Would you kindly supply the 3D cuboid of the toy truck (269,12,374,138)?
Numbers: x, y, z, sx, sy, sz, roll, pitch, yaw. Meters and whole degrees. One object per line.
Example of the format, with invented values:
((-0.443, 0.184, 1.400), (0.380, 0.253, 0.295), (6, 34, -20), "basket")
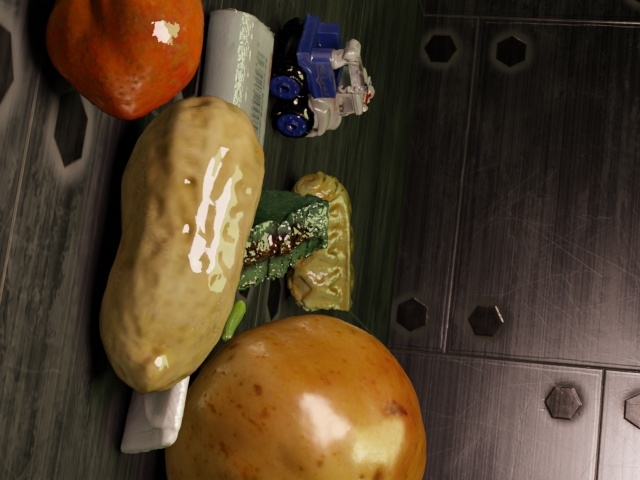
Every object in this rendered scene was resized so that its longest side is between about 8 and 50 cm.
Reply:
((0.005, -0.288, 2.376), (0.213, 0.177, 0.161), (78, 20, -49), "toy truck")

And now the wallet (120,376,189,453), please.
((-0.212, 0.187, 1.760), (0.032, 0.124, 0.183), (23, 63, -32), "wallet")

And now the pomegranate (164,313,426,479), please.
((-0.051, 0.284, 1.962), (0.410, 0.410, 0.410), (4, 90, -77), "pomegranate")

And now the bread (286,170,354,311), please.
((0.000, 0.000, 2.558), (0.152, 0.129, 0.268), (-43, 135, -65), "bread")

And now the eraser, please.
((-0.129, -0.217, 2.030), (0.174, 0.081, 0.227), (27, 69, -72), "eraser")

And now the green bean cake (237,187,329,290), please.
((-0.100, 0.004, 1.986), (0.208, 0.193, 0.107), (-58, 155, -61), "green bean cake")

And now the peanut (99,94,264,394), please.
((-0.182, 0.003, 1.681), (0.169, 0.192, 0.387), (20, 78, -31), "peanut")

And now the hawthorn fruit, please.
((-0.215, -0.225, 1.468), (0.189, 0.189, 0.189), (4, 90, -77), "hawthorn fruit")

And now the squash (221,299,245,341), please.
((-0.145, 0.132, 2.190), (0.089, 0.027, 0.027), (-65, 156, -44), "squash")
